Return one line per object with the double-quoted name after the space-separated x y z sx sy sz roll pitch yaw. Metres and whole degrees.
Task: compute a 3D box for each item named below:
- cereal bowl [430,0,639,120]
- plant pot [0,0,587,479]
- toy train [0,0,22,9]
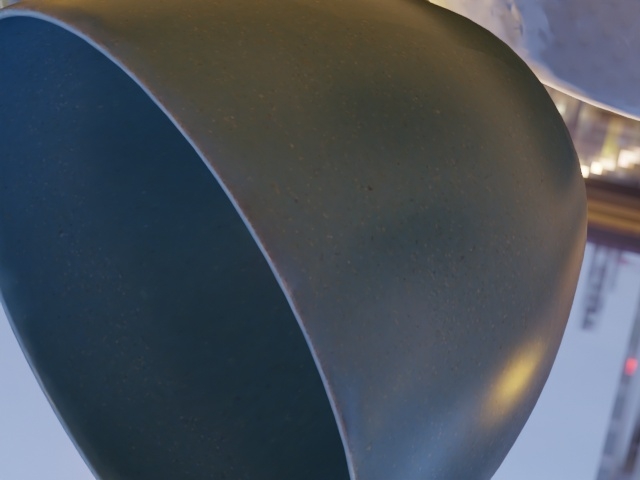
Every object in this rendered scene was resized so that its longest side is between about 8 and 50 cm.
0.223 -0.192 1.085 0.339 0.141 0.339 9 -148 -6 "cereal bowl"
0.000 0.000 0.854 0.195 0.290 0.290 -28 -153 -28 "plant pot"
-0.149 -0.166 1.415 0.142 0.334 0.190 3 -163 34 "toy train"
